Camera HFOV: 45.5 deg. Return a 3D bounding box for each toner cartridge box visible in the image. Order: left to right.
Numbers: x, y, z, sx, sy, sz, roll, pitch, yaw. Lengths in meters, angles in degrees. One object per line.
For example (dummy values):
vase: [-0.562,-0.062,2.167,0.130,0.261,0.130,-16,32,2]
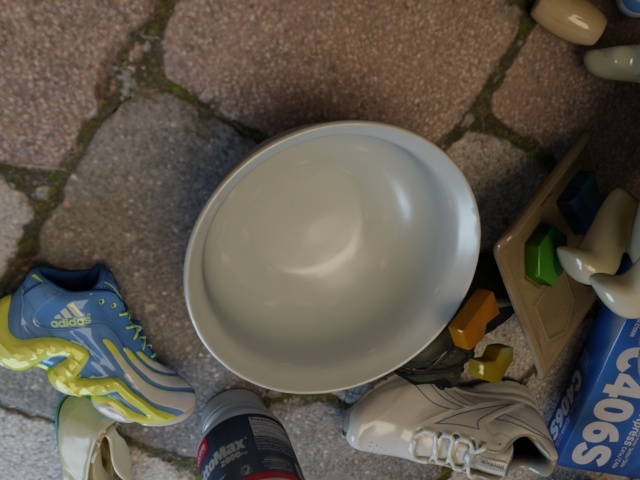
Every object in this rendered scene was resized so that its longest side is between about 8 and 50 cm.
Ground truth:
toner cartridge box: [0.435,0.163,1.002,0.165,0.075,0.347,9,121,-3]

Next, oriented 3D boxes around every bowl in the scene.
bowl: [0.000,0.000,0.779,0.298,0.134,0.297,-8,118,-16]

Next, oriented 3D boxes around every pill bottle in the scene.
pill bottle: [-0.081,0.253,0.855,0.108,0.180,0.107,-8,118,-15]

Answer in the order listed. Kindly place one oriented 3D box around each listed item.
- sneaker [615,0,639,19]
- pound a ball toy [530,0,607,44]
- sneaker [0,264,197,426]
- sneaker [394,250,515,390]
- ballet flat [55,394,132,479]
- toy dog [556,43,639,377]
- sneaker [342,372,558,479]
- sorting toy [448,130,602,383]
sneaker: [0.410,-0.297,0.755,0.237,0.086,0.085,-32,101,22]
pound a ball toy: [0.260,-0.355,0.689,0.136,0.208,0.319,15,100,-1]
sneaker: [-0.214,0.104,0.785,0.240,0.091,0.126,27,104,-28]
sneaker: [0.173,0.099,0.926,0.228,0.087,0.130,-30,147,-22]
ballet flat: [-0.252,0.283,0.861,0.086,0.086,0.248,-4,118,-17]
toy dog: [0.435,0.004,0.764,0.396,0.284,0.407,0,97,-10]
sneaker: [0.173,0.240,0.968,0.297,0.129,0.111,3,117,-19]
sorting toy: [0.260,0.051,0.865,0.307,0.041,0.229,-46,129,-30]
